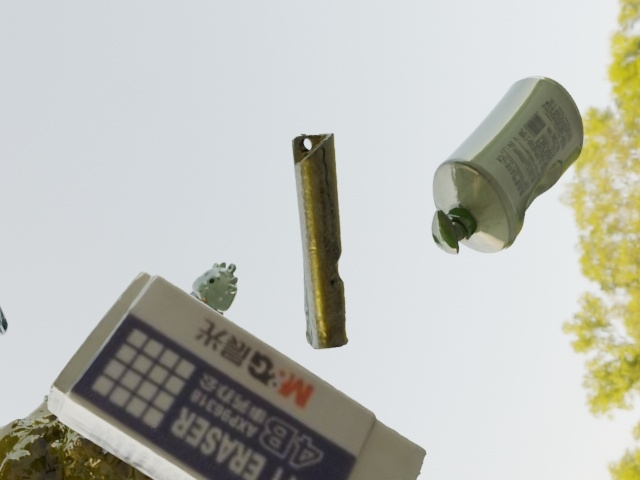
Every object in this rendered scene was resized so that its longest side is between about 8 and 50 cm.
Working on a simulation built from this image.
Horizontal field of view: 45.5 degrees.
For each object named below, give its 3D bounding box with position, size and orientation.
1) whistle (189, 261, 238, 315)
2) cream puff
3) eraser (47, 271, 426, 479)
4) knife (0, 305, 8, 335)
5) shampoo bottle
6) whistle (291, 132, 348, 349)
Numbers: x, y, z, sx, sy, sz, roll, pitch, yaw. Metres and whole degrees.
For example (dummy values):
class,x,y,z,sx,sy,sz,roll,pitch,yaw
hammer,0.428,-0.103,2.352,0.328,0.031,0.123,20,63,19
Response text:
class,x,y,z,sx,sy,sz,roll,pitch,yaw
whistle,-0.245,0.144,1.547,0.092,0.110,0.244,28,-77,-47
cream puff,-0.422,0.430,1.351,0.378,0.378,0.275,-43,-8,-39
eraser,-0.064,0.153,0.612,0.279,0.081,0.124,33,-125,-3
knife,-0.517,0.075,1.161,0.313,0.019,0.045,102,170,-56
shampoo bottle,0.183,-0.065,0.781,0.234,0.087,0.118,-45,-55,-34
whistle,0.000,0.000,1.154,0.057,0.068,0.327,171,94,-89
